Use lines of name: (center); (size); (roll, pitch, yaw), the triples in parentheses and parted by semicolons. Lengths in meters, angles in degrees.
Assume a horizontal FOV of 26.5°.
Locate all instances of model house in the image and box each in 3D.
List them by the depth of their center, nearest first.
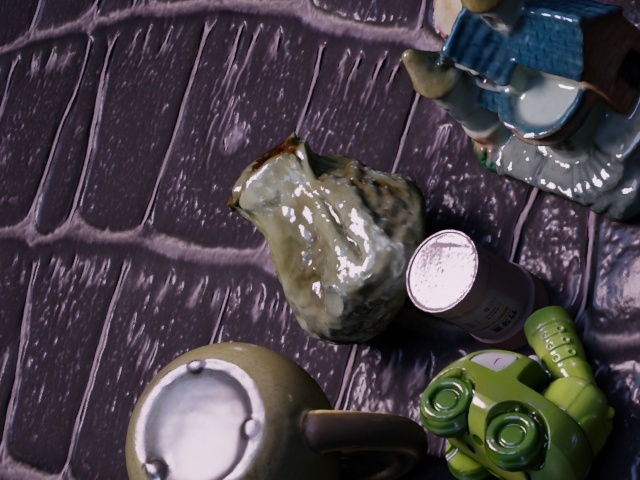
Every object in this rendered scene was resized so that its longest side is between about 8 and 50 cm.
model house: (0.218, -0.191, 1.488); (0.267, 0.325, 0.194); (27, 87, 46)

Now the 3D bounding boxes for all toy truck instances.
toy truck: (0.226, 0.183, 1.441); (0.210, 0.148, 0.187); (-34, 43, -7)

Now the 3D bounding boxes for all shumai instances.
shumai: (0.000, 0.000, 1.622); (0.225, 0.222, 0.261); (-64, 20, 15)

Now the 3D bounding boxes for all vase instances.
vase: (-0.035, 0.252, 1.569); (0.329, 0.302, 0.241); (-11, 62, 19)

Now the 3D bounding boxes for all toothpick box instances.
toothpick box: (0.178, 0.057, 1.527); (0.098, 0.149, 0.098); (-20, 58, 35)

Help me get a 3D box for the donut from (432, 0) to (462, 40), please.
donut: (0.222, -0.312, 1.728); (0.174, 0.068, 0.174); (-22, 55, 36)
